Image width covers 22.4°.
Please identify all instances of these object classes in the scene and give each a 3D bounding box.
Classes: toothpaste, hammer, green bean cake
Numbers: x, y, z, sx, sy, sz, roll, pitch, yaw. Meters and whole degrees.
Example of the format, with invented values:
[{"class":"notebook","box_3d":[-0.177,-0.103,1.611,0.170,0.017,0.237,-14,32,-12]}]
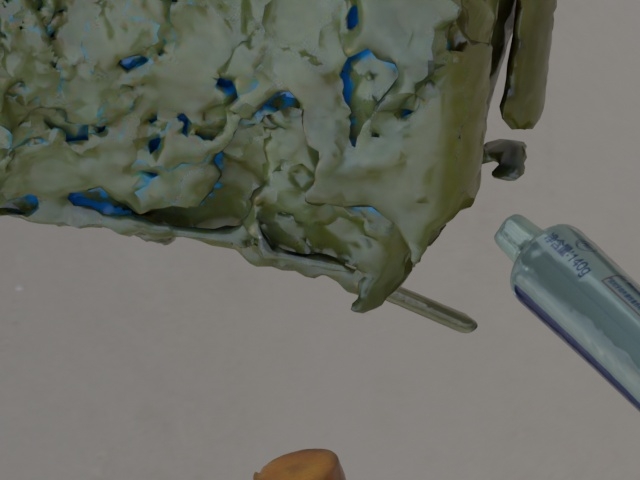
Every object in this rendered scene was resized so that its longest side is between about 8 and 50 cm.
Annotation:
[{"class":"toothpaste","box_3d":[0.166,0.064,0.744,0.047,0.069,0.268,-51,47,7]},{"class":"hammer","box_3d":[0.000,0.000,0.803,0.195,0.028,0.060,22,104,-21]},{"class":"green bean cake","box_3d":[-0.071,-0.097,0.646,0.310,0.285,0.202,16,120,13]}]

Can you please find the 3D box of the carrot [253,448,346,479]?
[{"class":"carrot","box_3d":[-0.001,0.243,1.124,0.087,0.087,0.193,1,117,18]}]
